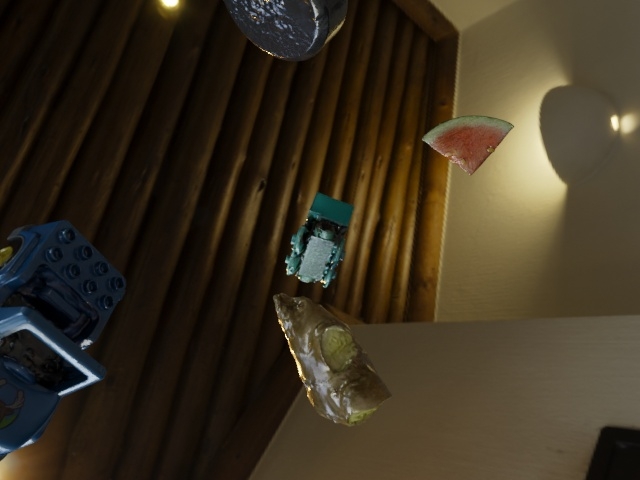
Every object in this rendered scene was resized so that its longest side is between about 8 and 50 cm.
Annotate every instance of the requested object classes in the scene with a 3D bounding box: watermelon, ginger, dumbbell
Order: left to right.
[{"bbox_3d":[-0.003,-0.333,0.663,0.152,0.152,0.218,49,-120,-20],"label":"dumbbell"},{"bbox_3d":[0.011,0.205,1.008,0.123,0.219,0.270,-22,-109,-21],"label":"ginger"},{"bbox_3d":[0.243,-0.148,0.883,0.125,0.135,0.094,28,-123,-32],"label":"watermelon"}]

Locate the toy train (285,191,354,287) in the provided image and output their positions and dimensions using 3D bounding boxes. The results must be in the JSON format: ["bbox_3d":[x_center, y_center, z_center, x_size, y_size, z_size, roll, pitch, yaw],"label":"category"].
[{"bbox_3d":[0.000,0.000,1.123,0.107,0.198,0.154,20,-125,0],"label":"toy train"}]

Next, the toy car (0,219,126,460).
[{"bbox_3d":[-0.217,0.069,0.429,0.097,0.100,0.191,57,-146,-37],"label":"toy car"}]
